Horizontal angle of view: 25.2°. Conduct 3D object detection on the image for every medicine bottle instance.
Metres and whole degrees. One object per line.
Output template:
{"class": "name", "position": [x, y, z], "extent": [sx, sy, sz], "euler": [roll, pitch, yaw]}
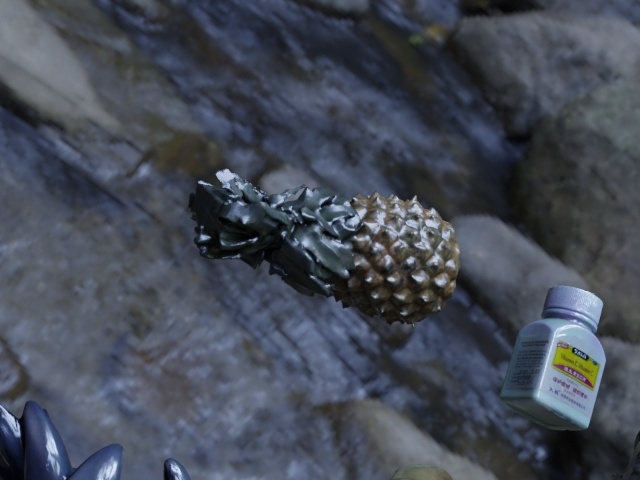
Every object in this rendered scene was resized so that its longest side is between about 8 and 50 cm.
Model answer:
{"class": "medicine bottle", "position": [0.214, 0.104, 1.288], "extent": [0.074, 0.055, 0.118], "euler": [30, 68, -28]}

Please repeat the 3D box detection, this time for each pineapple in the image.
{"class": "pineapple", "position": [0.000, 0.000, 0.753], "extent": [0.159, 0.074, 0.074], "euler": [13, 43, -38]}

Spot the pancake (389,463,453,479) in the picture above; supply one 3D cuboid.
{"class": "pancake", "position": [0.046, 0.217, 0.616], "extent": [0.031, 0.250, 0.250], "euler": [-1, 33, 15]}

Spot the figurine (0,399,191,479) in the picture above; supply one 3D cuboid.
{"class": "figurine", "position": [-0.181, 0.213, 0.909], "extent": [0.197, 0.265, 0.175], "euler": [31, 60, -6]}

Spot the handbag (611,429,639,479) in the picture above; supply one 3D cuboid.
{"class": "handbag", "position": [0.397, 0.326, 1.530], "extent": [0.181, 0.181, 0.254], "euler": [-50, 128, -52]}
